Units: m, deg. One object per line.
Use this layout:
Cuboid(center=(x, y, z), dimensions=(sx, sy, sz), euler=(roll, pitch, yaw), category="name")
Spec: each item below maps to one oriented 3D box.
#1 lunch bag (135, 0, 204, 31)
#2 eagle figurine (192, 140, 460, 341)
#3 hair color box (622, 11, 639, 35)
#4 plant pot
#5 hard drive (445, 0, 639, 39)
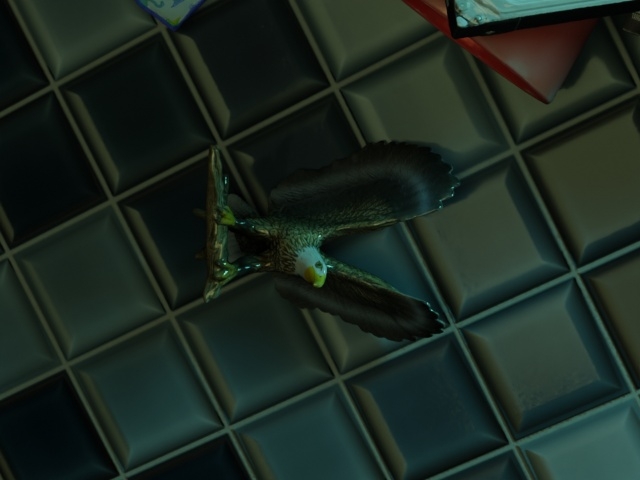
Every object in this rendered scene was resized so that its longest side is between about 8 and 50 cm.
Cuboid(center=(-0.191, -0.350, 2.024), dimensions=(0.151, 0.096, 0.129), euler=(43, 105, -12), category="lunch bag")
Cuboid(center=(0.002, 0.008, 2.014), dimensions=(0.298, 0.225, 0.226), euler=(-1, 146, -15), category="eagle figurine")
Cuboid(center=(0.469, -0.368, 1.803), dimensions=(0.174, 0.105, 0.347), euler=(31, 110, 48), category="hair color box")
Cuboid(center=(0.221, -0.327, 1.847), dimensions=(0.275, 0.275, 0.243), euler=(37, 95, 5), category="plant pot")
Cuboid(center=(0.283, -0.349, 1.700), dimensions=(0.339, 0.064, 0.237), euler=(-8, 84, -3), category="hard drive")
